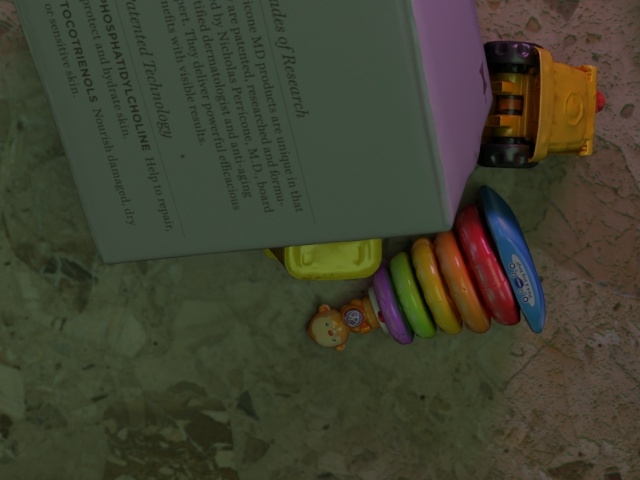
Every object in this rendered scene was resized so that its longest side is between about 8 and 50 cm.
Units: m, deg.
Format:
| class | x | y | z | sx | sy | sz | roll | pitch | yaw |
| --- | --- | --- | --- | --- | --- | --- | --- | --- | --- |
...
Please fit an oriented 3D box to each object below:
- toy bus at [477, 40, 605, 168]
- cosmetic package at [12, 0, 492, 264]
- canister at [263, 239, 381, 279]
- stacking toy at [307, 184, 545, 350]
| class | x | y | z | sx | sy | sz | roll | pitch | yaw |
| --- | --- | --- | --- | --- | --- | --- | --- | --- | --- |
| toy bus | 0.243 | -0.166 | 1.777 | 0.211 | 0.220 | 0.150 | -2 | 95 | -43 |
| cosmetic package | -0.049 | -0.203 | 1.529 | 0.393 | 0.329 | 0.328 | -6 | 116 | 17 |
| canister | 0.000 | 0.000 | 1.749 | 0.126 | 0.170 | 0.073 | -2 | 100 | -10 |
| stacking toy | 0.123 | 0.067 | 1.813 | 0.301 | 0.166 | 0.175 | -21 | 107 | 9 |
